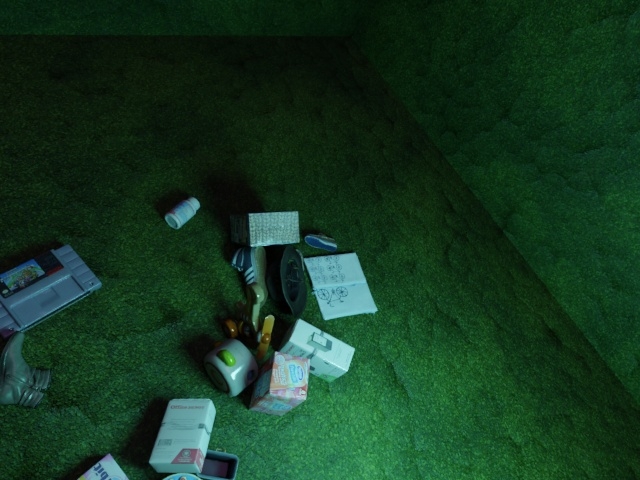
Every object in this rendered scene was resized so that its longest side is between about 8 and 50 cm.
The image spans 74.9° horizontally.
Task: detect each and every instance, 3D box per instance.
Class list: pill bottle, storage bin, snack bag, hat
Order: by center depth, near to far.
[{"bbox_3d":[-0.365,0.782,1.456,0.135,0.091,0.098,18,52,-14],"label":"storage bin"},{"bbox_3d":[-0.169,0.187,1.892,0.133,0.331,0.331,-8,54,14],"label":"hat"},{"bbox_3d":[-0.638,-0.132,1.944,0.087,0.087,0.160,36,50,1],"label":"pill bottle"},{"bbox_3d":[0.100,0.224,2.089,0.323,0.037,0.343,-3,60,-28],"label":"snack bag"}]

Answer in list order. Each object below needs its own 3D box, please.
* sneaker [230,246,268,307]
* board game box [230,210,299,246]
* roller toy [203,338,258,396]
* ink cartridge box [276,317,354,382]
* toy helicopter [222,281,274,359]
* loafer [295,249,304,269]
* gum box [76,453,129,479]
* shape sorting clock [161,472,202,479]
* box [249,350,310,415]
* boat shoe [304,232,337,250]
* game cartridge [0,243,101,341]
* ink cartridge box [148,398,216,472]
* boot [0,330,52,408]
[{"bbox_3d":[-0.324,0.162,1.894,0.099,0.153,0.282,-1,89,-60],"label":"sneaker"},{"bbox_3d":[-0.263,-0.059,1.927,0.232,0.291,0.141,-5,96,-28],"label":"board game box"},{"bbox_3d":[-0.339,0.482,1.608,0.146,0.209,0.191,-34,102,-37],"label":"roller toy"},{"bbox_3d":[-0.025,0.466,1.760,0.272,0.198,0.115,29,52,-4],"label":"ink cartridge box"},{"bbox_3d":[-0.265,0.310,1.650,0.140,0.355,0.235,-22,52,-35],"label":"toy helicopter"},{"bbox_3d":[-0.108,0.096,2.064,0.045,0.039,0.125,-16,64,4],"label":"loafer"},{"bbox_3d":[-0.664,0.793,1.324,0.188,0.062,0.107,46,52,9],"label":"gum box"},{"bbox_3d":[-0.462,0.865,1.353,0.206,0.040,0.206,2,84,-18],"label":"shape sorting clock"},{"bbox_3d":[-0.158,0.548,1.576,0.142,0.300,0.154,17,52,-14],"label":"box"},{"bbox_3d":[0.000,0.000,2.179,0.183,0.066,0.066,22,46,-23],"label":"boat shoe"},{"bbox_3d":[-1.051,0.179,1.559,0.230,0.068,0.355,48,52,5],"label":"game cartridge"},{"bbox_3d":[-0.463,0.662,1.426,0.158,0.092,0.218,-1,41,4],"label":"ink cartridge box"},{"bbox_3d":[-0.991,0.437,1.411,0.161,0.083,0.247,14,59,-25],"label":"boot"}]
